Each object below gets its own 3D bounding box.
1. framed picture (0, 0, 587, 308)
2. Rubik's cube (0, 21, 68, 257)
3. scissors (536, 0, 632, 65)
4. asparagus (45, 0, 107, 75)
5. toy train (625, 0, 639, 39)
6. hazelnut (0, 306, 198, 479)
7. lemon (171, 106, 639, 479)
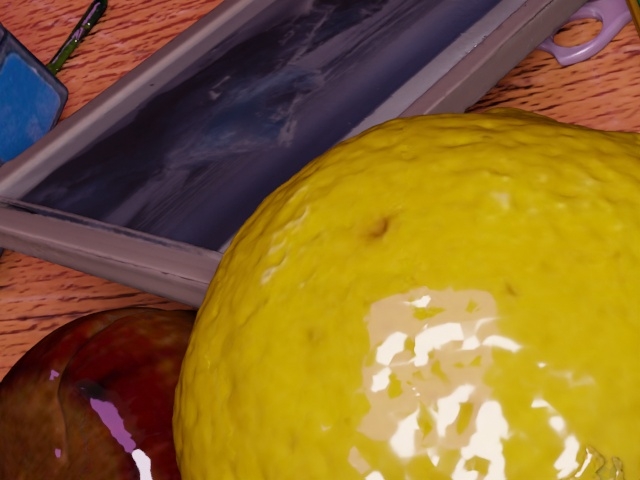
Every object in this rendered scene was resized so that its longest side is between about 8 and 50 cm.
[{"bbox_3d":[-0.034,-0.112,1.133,0.326,0.028,0.446,13,44,41],"label":"framed picture"},{"bbox_3d":[-0.478,-0.082,1.238,0.362,0.363,0.359,6,69,31],"label":"Rubik's cube"},{"bbox_3d":[0.265,-0.196,1.156,0.212,0.021,0.110,-9,55,24],"label":"scissors"},{"bbox_3d":[-0.271,-0.142,1.407,0.023,0.022,0.233,26,71,23],"label":"asparagus"},{"bbox_3d":[0.266,-0.166,1.049,0.091,0.136,0.228,-20,62,14],"label":"toy train"},{"bbox_3d":[-0.112,0.157,1.004,0.218,0.218,0.234,-32,67,4],"label":"hazelnut"},{"bbox_3d":[0.093,0.092,0.830,0.350,0.350,0.387,-15,57,19],"label":"lemon"}]
